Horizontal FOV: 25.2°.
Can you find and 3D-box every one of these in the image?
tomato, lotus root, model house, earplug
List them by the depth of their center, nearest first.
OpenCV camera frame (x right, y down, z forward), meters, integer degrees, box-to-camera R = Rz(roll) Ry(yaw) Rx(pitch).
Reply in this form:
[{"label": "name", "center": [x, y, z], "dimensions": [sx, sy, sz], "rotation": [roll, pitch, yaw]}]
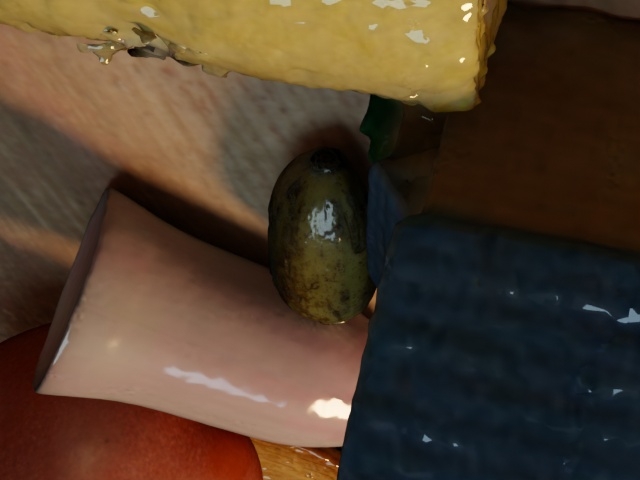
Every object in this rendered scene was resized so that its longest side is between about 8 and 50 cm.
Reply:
[{"label": "model house", "center": [0.162, 0.102, 0.899], "dimensions": [0.334, 0.343, 0.382], "rotation": [11, 146, 10]}, {"label": "lotus root", "center": [0.000, 0.000, 1.056], "dimensions": [0.080, 0.089, 0.179], "rotation": [-22, 142, -13]}, {"label": "earplug", "center": [-0.061, 0.090, 1.162], "dimensions": [0.301, 0.172, 0.172], "rotation": [21, 146, -12]}, {"label": "tomato", "center": [-0.223, 0.238, 1.296], "dimensions": [0.321, 0.321, 0.321], "rotation": [13, 146, 9]}]

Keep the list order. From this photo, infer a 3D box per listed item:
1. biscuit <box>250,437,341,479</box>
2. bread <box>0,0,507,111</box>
[{"label": "biscuit", "center": [-0.044, 0.222, 1.441], "dimensions": [0.224, 0.033, 0.144], "rotation": [15, 144, 5]}, {"label": "bread", "center": [-0.085, -0.194, 0.757], "dimensions": [0.375, 0.165, 0.237], "rotation": [12, 141, 11]}]
